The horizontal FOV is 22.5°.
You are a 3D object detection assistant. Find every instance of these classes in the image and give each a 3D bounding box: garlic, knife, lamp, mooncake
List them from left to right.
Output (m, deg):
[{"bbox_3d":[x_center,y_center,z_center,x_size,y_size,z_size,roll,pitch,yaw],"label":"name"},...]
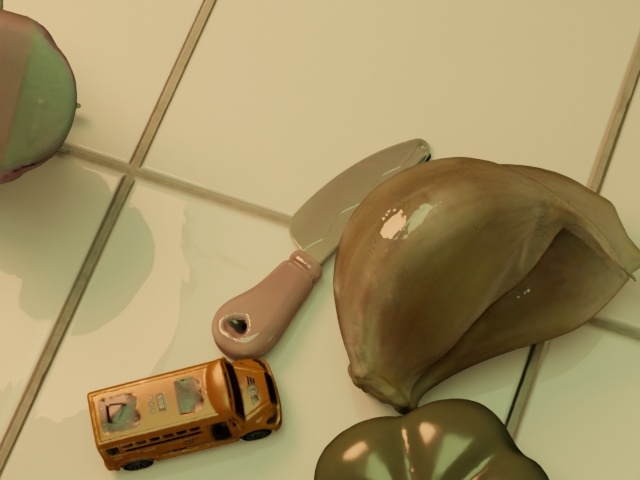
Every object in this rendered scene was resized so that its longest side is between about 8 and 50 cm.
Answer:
[{"bbox_3d":[-0.359,-0.152,1.742,0.247,0.301,0.247,11,88,-30],"label":"lamp"},{"bbox_3d":[-0.003,-0.001,1.779,0.081,0.043,0.336,32,67,23],"label":"knife"},{"bbox_3d":[0.107,0.287,1.594,0.275,0.135,0.275,-3,70,8],"label":"mooncake"},{"bbox_3d":[0.175,0.017,1.647,0.340,0.231,0.245,-13,65,5],"label":"garlic"}]

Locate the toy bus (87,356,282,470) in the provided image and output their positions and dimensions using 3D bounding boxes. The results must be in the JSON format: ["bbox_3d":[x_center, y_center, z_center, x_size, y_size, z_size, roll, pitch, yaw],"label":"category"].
[{"bbox_3d":[-0.141,0.176,1.680,0.195,0.088,0.083,-15,66,-1],"label":"toy bus"}]
